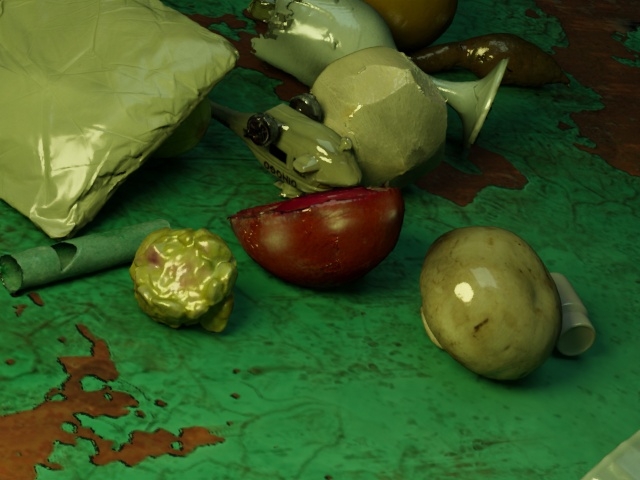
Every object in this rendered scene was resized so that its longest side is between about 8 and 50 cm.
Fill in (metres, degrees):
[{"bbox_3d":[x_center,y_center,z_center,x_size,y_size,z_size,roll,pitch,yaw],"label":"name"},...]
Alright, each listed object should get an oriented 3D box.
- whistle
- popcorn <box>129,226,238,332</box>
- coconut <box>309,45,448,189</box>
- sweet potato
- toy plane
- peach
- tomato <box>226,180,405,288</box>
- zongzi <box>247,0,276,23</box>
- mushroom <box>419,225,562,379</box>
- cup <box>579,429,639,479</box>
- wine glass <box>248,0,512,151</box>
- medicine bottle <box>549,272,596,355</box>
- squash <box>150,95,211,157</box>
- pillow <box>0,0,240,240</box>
[{"bbox_3d":[-0.219,0.013,1.431,0.186,0.039,0.039,-15,46,-45],"label":"whistle"},{"bbox_3d":[-0.130,0.036,1.408,0.109,0.089,0.097,23,65,21],"label":"popcorn"},{"bbox_3d":[0.068,-0.135,1.718,0.161,0.161,0.162,0,29,-31],"label":"coconut"},{"bbox_3d":[0.233,-0.255,2.089,0.269,0.074,0.075,2,35,-22],"label":"sweet potato"},{"bbox_3d":[-0.071,-0.119,1.668,0.286,0.108,0.092,30,39,25],"label":"toy plane"},{"bbox_3d":[0.073,-0.367,2.063,0.251,0.153,0.251,41,11,-10],"label":"peach"},{"bbox_3d":[0.000,0.000,1.534,0.173,0.099,0.189,-13,3,-26],"label":"tomato"},{"bbox_3d":[-0.034,-0.290,2.012,0.104,0.052,0.113,-6,51,-29],"label":"zongzi"},{"bbox_3d":[0.167,0.065,1.502,0.166,0.127,0.166,26,43,-26],"label":"mushroom"},{"bbox_3d":[0.332,0.297,1.094,0.331,0.256,0.311,-13,46,-45],"label":"cup"},{"bbox_3d":[0.074,-0.225,1.883,0.321,0.143,0.143,22,31,3],"label":"wine glass"},{"bbox_3d":[0.256,0.078,1.597,0.052,0.052,0.089,7,34,-23],"label":"medicine bottle"},{"bbox_3d":[-0.280,-0.201,1.658,0.371,0.118,0.118,30,32,18],"label":"squash"},{"bbox_3d":[-0.268,-0.166,1.532,0.274,0.076,0.281,35,70,22],"label":"pillow"}]
